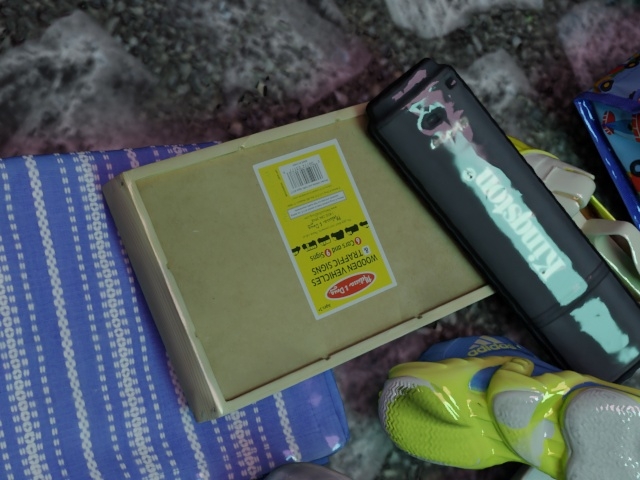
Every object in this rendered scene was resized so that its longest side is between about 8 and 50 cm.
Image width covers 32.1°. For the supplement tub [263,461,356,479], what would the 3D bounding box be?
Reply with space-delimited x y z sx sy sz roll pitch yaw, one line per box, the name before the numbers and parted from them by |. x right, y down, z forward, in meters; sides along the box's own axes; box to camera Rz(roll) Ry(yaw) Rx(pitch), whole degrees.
supplement tub | -0.030 0.321 0.666 0.207 0.207 0.338 37 73 -8

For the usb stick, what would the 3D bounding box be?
usb stick | 0.141 -0.006 0.803 0.077 0.045 0.278 -38 100 9

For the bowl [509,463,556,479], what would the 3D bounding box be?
bowl | 0.168 0.232 0.799 0.142 0.053 0.142 54 45 -3

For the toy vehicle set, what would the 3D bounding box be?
toy vehicle set | 0.000 0.000 0.774 0.267 0.035 0.166 -20 87 -35

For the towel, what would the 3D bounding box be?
towel | -0.136 0.058 0.707 0.336 0.040 0.243 -8 82 -39

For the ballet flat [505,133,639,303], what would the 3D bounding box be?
ballet flat | 0.198 -0.012 0.851 0.231 0.077 0.077 44 66 -5

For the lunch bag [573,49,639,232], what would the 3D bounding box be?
lunch bag | 0.367 -0.041 0.870 0.221 0.138 0.293 -35 113 -18

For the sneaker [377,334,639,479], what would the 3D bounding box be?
sneaker | 0.166 0.113 0.779 0.240 0.126 0.091 14 114 12
